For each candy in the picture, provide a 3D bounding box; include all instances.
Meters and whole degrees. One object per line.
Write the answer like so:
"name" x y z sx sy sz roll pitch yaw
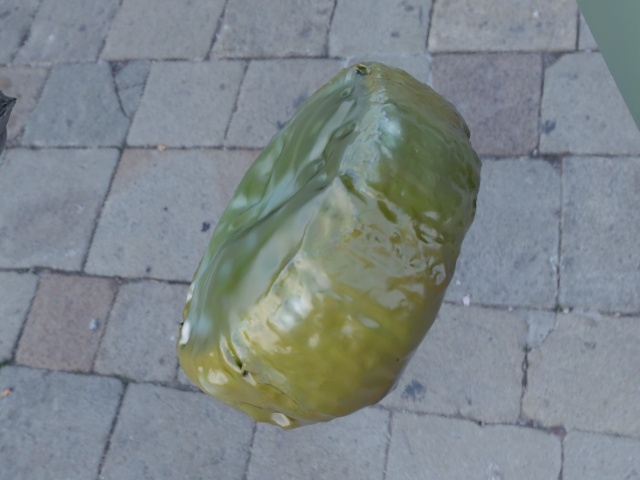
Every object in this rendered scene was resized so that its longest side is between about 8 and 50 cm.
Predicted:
"candy" 0.000 0.000 0.485 0.260 0.118 0.260 -47 22 25

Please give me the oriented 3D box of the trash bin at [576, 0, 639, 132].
"trash bin" 0.187 -0.202 0.330 0.158 0.223 0.343 -17 81 9

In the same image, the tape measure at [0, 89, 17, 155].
"tape measure" -0.401 -0.124 0.654 0.202 0.223 0.135 39 56 -16
